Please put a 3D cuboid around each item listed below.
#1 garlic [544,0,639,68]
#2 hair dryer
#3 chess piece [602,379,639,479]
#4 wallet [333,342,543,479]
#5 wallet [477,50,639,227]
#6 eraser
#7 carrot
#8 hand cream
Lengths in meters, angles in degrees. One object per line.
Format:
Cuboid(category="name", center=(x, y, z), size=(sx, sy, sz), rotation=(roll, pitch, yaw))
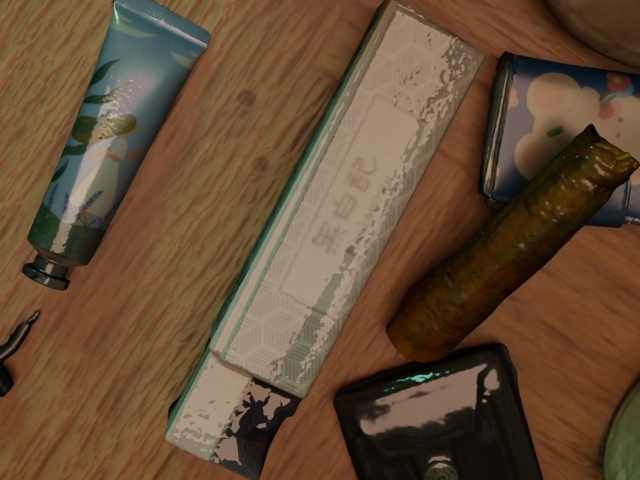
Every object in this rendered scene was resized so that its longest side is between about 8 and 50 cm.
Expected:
Cuboid(category="garlic", center=(0.333, -0.235, 0.861), size=(0.339, 0.151, 0.196), rotation=(15, 83, -8))
Cuboid(category="hair dryer", center=(-0.284, 0.086, 0.907), size=(0.079, 0.031, 0.083), rotation=(41, 79, 0))
Cuboid(category="chess piece", center=(0.421, 0.232, 0.923), size=(0.300, 0.167, 0.167), rotation=(25, 95, -13))
Cuboid(category="wallet", center=(0.124, 0.226, 0.949), size=(0.169, 0.052, 0.245), rotation=(-18, 101, 1))
Cuboid(category="wallet", center=(0.242, -0.082, 0.909), size=(0.202, 0.059, 0.141), rotation=(8, 97, -5))
Cuboid(category="eraser", center=(0.000, 0.000, 0.878), size=(0.096, 0.098, 0.403), rotation=(26, 95, -8))
Cuboid(category="carrot", center=(0.155, 0.008, 0.870), size=(0.070, 0.070, 0.260), rotation=(38, 118, -9))
Cuboid(category="hand cream", center=(-0.184, -0.081, 0.881), size=(0.088, 0.055, 0.256), rotation=(25, 88, -12))
